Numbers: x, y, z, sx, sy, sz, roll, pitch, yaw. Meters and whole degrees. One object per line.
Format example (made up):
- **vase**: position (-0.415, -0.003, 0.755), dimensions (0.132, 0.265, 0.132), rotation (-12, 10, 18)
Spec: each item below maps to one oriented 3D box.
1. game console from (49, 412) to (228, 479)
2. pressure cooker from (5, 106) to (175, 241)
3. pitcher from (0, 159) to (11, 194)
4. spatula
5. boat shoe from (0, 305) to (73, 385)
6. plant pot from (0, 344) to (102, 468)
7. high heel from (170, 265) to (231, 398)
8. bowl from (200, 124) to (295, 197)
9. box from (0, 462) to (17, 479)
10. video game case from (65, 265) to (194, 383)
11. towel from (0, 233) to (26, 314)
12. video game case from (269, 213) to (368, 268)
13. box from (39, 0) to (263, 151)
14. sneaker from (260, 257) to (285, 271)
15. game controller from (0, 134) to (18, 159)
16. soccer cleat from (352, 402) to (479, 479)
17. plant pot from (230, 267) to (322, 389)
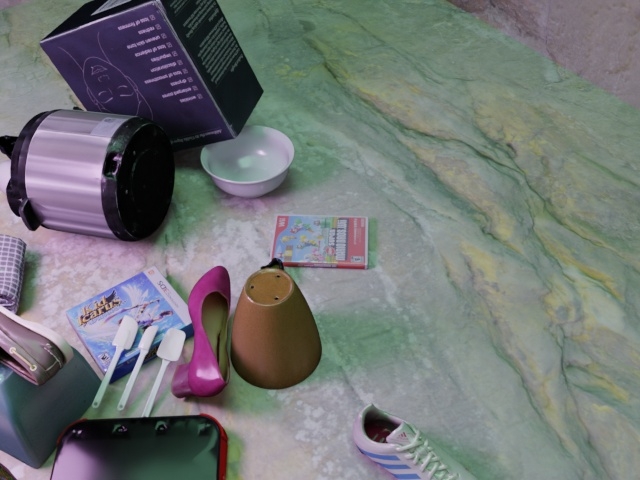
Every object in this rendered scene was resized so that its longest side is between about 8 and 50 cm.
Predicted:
- **game console**: position (-0.401, 0.543, 1.462), dimensions (0.386, 0.060, 0.342), rotation (-3, 51, 0)
- **pressure cooker**: position (-0.679, -0.200, 1.964), dimensions (0.420, 0.376, 0.370), rotation (8, 4, 13)
- **pitcher**: position (-0.909, -0.196, 2.157), dimensions (0.207, 0.125, 0.178), rotation (22, 50, 10)
- **spatula**: position (-0.444, 0.312, 1.650), dimensions (0.168, 0.019, 0.242), rotation (18, 60, -4)
- **boat shoe**: position (-0.675, 0.203, 1.404), dimensions (0.324, 0.117, 0.097), rotation (21, 46, 13)
- **plant pot**: position (-0.696, 0.314, 1.549), dimensions (0.247, 0.252, 0.248), rotation (18, 48, 19)
- **high heel**: position (-0.247, 0.214, 1.680), dimensions (0.181, 0.127, 0.377), rotation (-19, 50, 37)
- **bowl**: position (-0.227, -0.231, 2.164), dimensions (0.297, 0.134, 0.298), rotation (-1, 46, 1)
- **box**: position (-0.598, 0.524, 1.317), dimensions (0.293, 0.201, 0.057), rotation (33, 62, 27)
- **video game case**: position (-0.494, 0.212, 1.780), dimensions (0.269, 0.061, 0.244), rotation (-30, 51, -25)
- **towel**: position (-0.959, 0.087, 1.827), dimensions (0.283, 0.121, 0.235), rotation (5, 43, -21)
- **video game case**: position (0.000, 0.000, 2.005), dimensions (0.285, 0.025, 0.204), rotation (2, 45, 3)
- **box**: position (-0.519, -0.546, 2.149), dimensions (0.479, 0.472, 0.297), rotation (-7, 39, 27)
- **sneaker**: position (-0.151, 0.110, 1.863), dimensions (0.063, 0.075, 0.170), rotation (21, 49, 21)
- **game controller**: position (-0.867, -0.288, 2.190), dimensions (0.319, 0.067, 0.166), rotation (-4, 24, -45)
- **soccer cleat**: position (0.207, 0.470, 1.448), dimensions (0.331, 0.143, 0.116), rotation (26, 51, 25)
- **plant pot**: position (-0.117, 0.196, 1.653), dimensions (0.237, 0.254, 0.237), rotation (-1, 46, 1)
